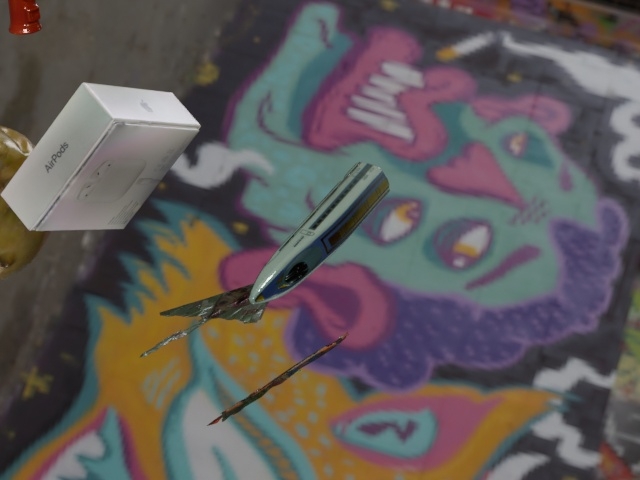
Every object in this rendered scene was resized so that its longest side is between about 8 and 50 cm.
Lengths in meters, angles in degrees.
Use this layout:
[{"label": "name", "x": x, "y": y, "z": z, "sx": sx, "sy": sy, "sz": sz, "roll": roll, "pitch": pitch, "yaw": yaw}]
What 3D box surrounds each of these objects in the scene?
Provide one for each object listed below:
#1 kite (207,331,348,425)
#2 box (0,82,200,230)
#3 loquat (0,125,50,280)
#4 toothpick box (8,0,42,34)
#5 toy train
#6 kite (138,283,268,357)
[{"label": "kite", "x": -0.042, "y": 0.143, "z": 1.446, "sx": 0.189, "sy": 0.009, "sz": 0.232, "roll": -34, "pitch": 176, "yaw": 19}, {"label": "box", "x": -0.189, "y": -0.070, "z": 1.231, "sx": 0.130, "sy": 0.051, "sz": 0.129, "roll": -50, "pitch": 159, "yaw": 21}, {"label": "loquat", "x": -0.491, "y": -0.050, "z": 2.000, "sx": 0.244, "sy": 0.244, "sz": 0.244, "roll": 16, "pitch": 90, "yaw": -83}, {"label": "toothpick box", "x": -0.411, "y": -0.329, "z": 1.941, "sx": 0.047, "sy": 0.047, "sz": 0.083, "roll": -61, "pitch": 153, "yaw": -59}, {"label": "toy train", "x": -0.001, "y": 0.000, "z": 1.815, "sx": 0.252, "sy": 0.048, "sz": 0.055, "roll": -49, "pitch": 139, "yaw": -27}, {"label": "kite", "x": -0.155, "y": 0.110, "z": 1.974, "sx": 0.229, "sy": 0.250, "sz": 0.012, "roll": 14, "pitch": 52, "yaw": -57}]
